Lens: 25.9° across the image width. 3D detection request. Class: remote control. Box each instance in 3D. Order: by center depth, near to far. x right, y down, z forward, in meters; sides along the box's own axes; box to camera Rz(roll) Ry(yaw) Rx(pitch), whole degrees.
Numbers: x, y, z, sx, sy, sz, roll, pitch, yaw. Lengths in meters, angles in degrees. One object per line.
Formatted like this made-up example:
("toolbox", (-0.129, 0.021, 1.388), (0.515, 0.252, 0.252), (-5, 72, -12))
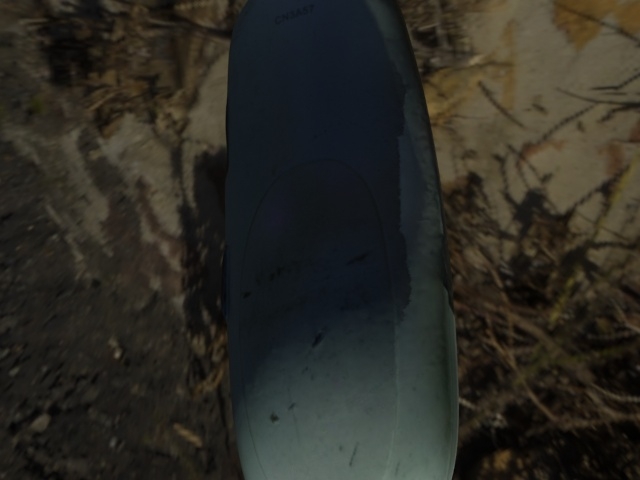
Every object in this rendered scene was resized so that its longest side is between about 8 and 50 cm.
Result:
("remote control", (0.001, 0.000, 0.540), (0.097, 0.045, 0.256), (-17, 63, 21))
